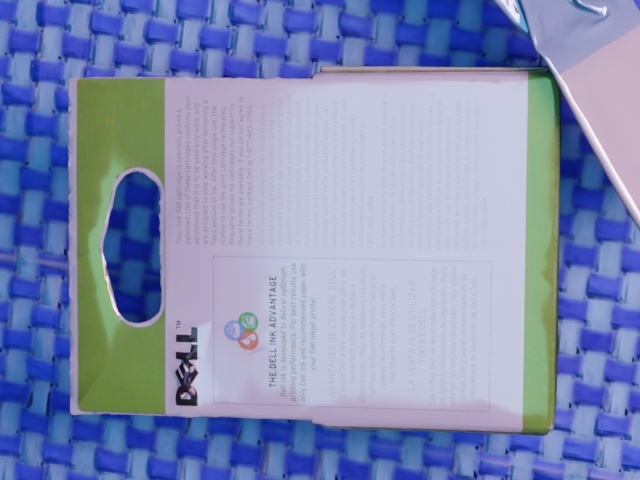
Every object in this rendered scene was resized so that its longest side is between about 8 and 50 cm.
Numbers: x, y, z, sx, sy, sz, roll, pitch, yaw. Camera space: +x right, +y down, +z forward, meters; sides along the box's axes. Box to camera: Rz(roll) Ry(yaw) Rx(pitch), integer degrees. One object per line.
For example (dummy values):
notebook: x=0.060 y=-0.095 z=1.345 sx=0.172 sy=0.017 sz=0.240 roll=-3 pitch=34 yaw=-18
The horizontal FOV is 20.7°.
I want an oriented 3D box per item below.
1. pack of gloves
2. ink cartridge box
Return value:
pack of gloves: x=0.164 y=-0.139 z=0.914 sx=0.195 sy=0.046 sz=0.232 roll=-33 pitch=89 yaw=-24
ink cartridge box: x=0.000 y=0.000 z=0.942 sx=0.255 sy=0.097 sz=0.188 roll=1 pitch=96 yaw=8
